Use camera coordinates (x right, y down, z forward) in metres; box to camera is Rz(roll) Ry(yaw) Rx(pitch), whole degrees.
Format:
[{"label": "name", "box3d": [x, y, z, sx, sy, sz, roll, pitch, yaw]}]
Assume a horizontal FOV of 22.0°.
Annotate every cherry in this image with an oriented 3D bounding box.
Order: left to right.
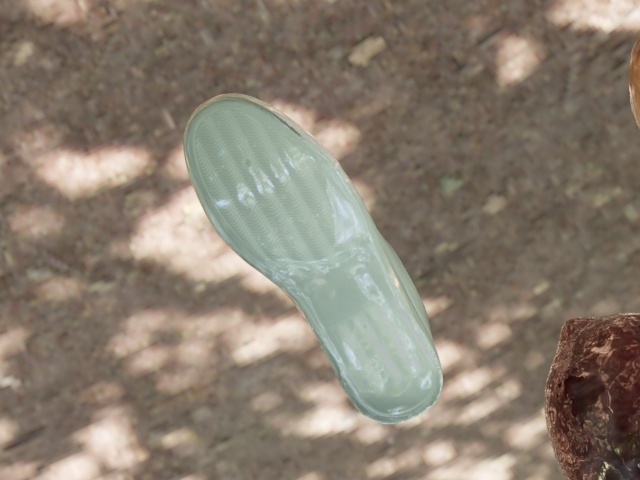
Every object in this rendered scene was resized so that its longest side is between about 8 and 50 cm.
[{"label": "cherry", "box3d": [0.340, 0.190, 1.620, 0.230, 0.300, 0.203, -42, 162, -1]}]

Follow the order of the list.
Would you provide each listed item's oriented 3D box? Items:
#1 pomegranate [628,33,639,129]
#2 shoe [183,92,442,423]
[{"label": "pomegranate", "box3d": [0.419, -0.158, 1.670, 0.215, 0.215, 0.215, -22, 150, -13]}, {"label": "shoe", "box3d": [0.000, 0.000, 1.591, 0.132, 0.363, 0.160, -32, -165, 10]}]
